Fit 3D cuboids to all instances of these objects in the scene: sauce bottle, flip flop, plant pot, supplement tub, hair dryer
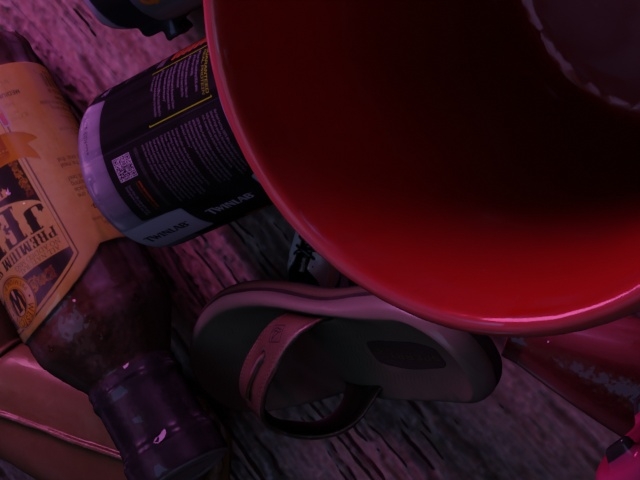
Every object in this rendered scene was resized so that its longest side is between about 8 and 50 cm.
[{"bbox_3d":[-0.175,0.015,0.988,0.111,0.111,0.344,-43,71,35],"label":"sauce bottle"},{"bbox_3d":[-0.001,0.087,0.910,0.277,0.080,0.112,-5,135,50],"label":"flip flop"},{"bbox_3d":[0.123,-0.120,0.662,0.275,0.243,0.275,13,115,31],"label":"plant pot"},{"bbox_3d":[-0.055,-0.075,0.909,0.190,0.117,0.117,-21,95,36],"label":"supplement tub"},{"bbox_3d":[0.240,0.037,0.785,0.293,0.080,0.223,-17,99,26],"label":"hair dryer"}]

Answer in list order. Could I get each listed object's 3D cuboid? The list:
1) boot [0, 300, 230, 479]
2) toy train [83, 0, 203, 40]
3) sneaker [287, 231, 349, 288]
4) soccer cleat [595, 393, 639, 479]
[{"bbox_3d":[-0.194,0.097,1.081,0.269,0.089,0.236,18,123,25],"label":"boot"},{"bbox_3d":[-0.049,-0.242,0.843,0.334,0.142,0.190,-19,106,35],"label":"toy train"},{"bbox_3d":[0.000,0.000,0.946,0.040,0.044,0.109,13,111,30],"label":"sneaker"},{"bbox_3d":[0.283,0.068,0.665,0.331,0.116,0.143,-42,87,28],"label":"soccer cleat"}]
